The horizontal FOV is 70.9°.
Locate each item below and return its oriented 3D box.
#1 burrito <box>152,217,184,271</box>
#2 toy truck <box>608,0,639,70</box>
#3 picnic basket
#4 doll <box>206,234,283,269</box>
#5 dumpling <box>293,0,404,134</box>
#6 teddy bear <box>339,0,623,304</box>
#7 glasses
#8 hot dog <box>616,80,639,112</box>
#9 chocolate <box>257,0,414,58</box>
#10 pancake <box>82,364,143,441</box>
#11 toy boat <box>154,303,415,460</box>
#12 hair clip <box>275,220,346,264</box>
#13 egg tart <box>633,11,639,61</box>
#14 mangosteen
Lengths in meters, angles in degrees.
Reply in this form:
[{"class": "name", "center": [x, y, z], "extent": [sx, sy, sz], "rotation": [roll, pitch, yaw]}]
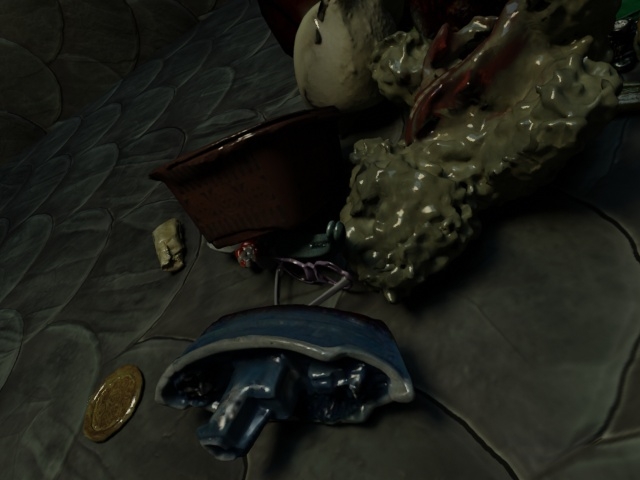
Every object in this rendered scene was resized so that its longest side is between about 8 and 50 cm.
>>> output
[{"class": "burrito", "center": [-0.282, 0.004, 0.835], "extent": [0.041, 0.055, 0.149], "rotation": [-58, 35, 24]}, {"class": "toy truck", "center": [0.418, -0.280, 0.584], "extent": [0.147, 0.065, 0.079], "rotation": [-22, 38, 20]}, {"class": "picnic basket", "center": [-0.076, -0.091, 0.637], "extent": [0.222, 0.129, 0.297], "rotation": [-15, 14, 23]}, {"class": "doll", "center": [-0.126, -0.005, 0.714], "extent": [0.094, 0.079, 0.180], "rotation": [-38, 50, -24]}, {"class": "dumpling", "center": [0.069, -0.315, 0.734], "extent": [0.226, 0.175, 0.243], "rotation": [-40, 5, -25]}, {"class": "teddy bear", "center": [0.136, -0.107, 0.516], "extent": [0.368, 0.224, 0.357], "rotation": [-52, 22, -16]}, {"class": "glasses", "center": [-0.031, 0.078, 0.560], "extent": [0.139, 0.062, 0.104], "rotation": [5, 56, 50]}, {"class": "hot dog", "center": [0.357, -0.174, 0.554], "extent": [0.136, 0.028, 0.044], "rotation": [3, 79, 41]}, {"class": "chocolate", "center": [0.033, -0.514, 0.869], "extent": [0.331, 0.384, 0.384], "rotation": [-30, 40, 9]}, {"class": "pancake", "center": [-0.302, 0.234, 0.652], "extent": [0.114, 0.011, 0.115], "rotation": [-22, 40, 19]}, {"class": "toy boat", "center": [-0.052, 0.149, 0.457], "extent": [0.308, 0.129, 0.143], "rotation": [-11, 34, 26]}, {"class": "hair clip", "center": [0.000, 0.000, 0.527], "extent": [0.229, 0.070, 0.039], "rotation": [158, 127, -73]}, {"class": "egg tart", "center": [0.459, -0.220, 0.454], "extent": [0.240, 0.106, 0.241], "rotation": [-17, 50, 22]}, {"class": "mangosteen", "center": [0.219, -0.355, 0.699], "extent": [0.289, 0.231, 0.232], "rotation": [-14, 40, 55]}]
